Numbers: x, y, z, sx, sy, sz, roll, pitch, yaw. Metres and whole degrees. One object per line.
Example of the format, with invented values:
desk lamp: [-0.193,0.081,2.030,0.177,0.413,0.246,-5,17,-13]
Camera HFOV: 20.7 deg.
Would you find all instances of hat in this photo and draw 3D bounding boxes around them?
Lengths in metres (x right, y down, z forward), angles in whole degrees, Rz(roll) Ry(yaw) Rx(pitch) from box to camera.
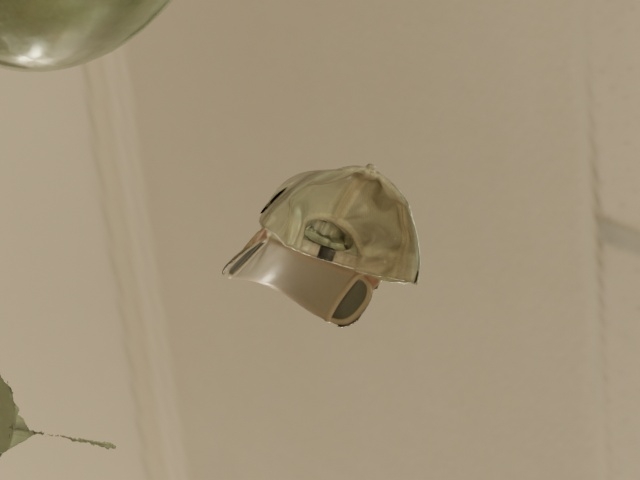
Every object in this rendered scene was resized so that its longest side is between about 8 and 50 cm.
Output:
hat: [0.000,0.000,2.242,0.226,0.219,0.164,-21,-132,63]

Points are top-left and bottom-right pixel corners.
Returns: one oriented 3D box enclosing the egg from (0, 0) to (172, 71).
egg: [-0.197,-0.304,1.397,0.258,0.258,0.352,-3,-113,64]

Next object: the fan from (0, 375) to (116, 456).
fan: [-0.361,0.206,1.972,0.010,0.310,0.182,-9,-112,51]
